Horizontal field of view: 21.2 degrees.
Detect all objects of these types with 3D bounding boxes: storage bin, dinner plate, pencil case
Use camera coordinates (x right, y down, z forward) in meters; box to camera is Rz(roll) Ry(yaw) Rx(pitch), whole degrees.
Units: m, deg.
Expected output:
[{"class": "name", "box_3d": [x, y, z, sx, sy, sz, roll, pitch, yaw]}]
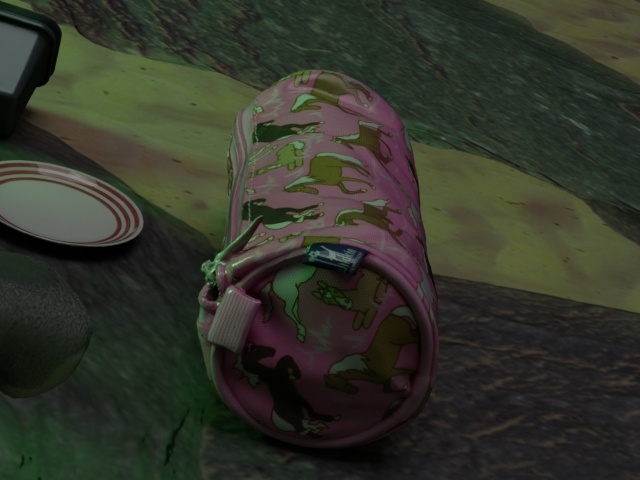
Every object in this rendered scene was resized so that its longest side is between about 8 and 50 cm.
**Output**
[{"class": "storage bin", "box_3d": [-0.305, -0.148, 1.475, 0.135, 0.098, 0.091, 18, 51, -5]}, {"class": "dinner plate", "box_3d": [-0.210, -0.025, 1.352, 0.141, 0.017, 0.141, 17, 22, -7]}, {"class": "pencil case", "box_3d": [0.000, 0.000, 1.291, 0.160, 0.167, 0.386, -16, 22, 8]}]

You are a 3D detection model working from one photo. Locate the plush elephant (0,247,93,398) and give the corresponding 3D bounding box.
[{"class": "plush elephant", "box_3d": [-0.303, 0.092, 0.762, 0.272, 0.255, 0.330, 31, 16, 5]}]
